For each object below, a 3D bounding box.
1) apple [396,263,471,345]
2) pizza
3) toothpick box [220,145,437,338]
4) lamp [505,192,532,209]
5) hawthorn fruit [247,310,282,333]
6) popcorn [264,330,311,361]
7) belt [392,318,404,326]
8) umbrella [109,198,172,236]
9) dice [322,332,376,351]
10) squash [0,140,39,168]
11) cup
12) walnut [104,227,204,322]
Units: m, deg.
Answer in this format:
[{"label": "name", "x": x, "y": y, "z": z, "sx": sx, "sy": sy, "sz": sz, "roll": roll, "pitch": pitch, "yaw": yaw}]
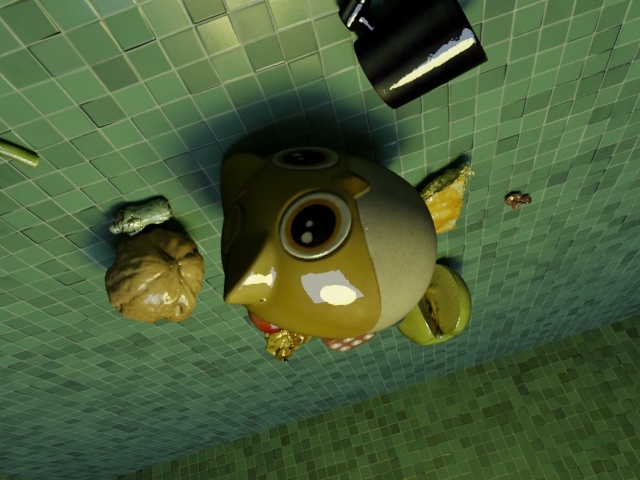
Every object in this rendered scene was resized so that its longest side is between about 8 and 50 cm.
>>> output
[{"label": "apple", "x": 0.382, "y": 0.225, "z": 1.707, "sx": 0.292, "sy": 0.254, "sz": 0.292, "roll": -11, "pitch": 153, "yaw": -6}, {"label": "pizza", "x": 0.324, "y": -0.112, "z": 1.336, "sx": 0.280, "sy": 0.075, "sz": 0.287, "roll": 1, "pitch": 143, "yaw": -32}, {"label": "toothpick box", "x": 0.000, "y": 0.000, "z": 1.044, "sx": 0.425, "sy": 0.408, "sz": 0.409, "roll": 11, "pitch": 139, "yaw": -28}, {"label": "lamp", "x": 0.595, "y": -0.122, "z": 1.477, "sx": 0.083, "sy": 0.031, "sz": 0.063, "roll": 20, "pitch": 132, "yaw": -38}, {"label": "hawthorn fruit", "x": -0.143, "y": 0.206, "z": 1.517, "sx": 0.173, "sy": 0.172, "sz": 0.173, "roll": -12, "pitch": 148, "yaw": -8}, {"label": "popcorn", "x": -0.122, "y": 0.326, "z": 1.748, "sx": 0.194, "sy": 0.163, "sz": 0.140, "roll": -48, "pitch": 169, "yaw": -8}, {"label": "belt", "x": 0.184, "y": 0.125, "z": 1.452, "sx": 0.116, "sy": 0.267, "sz": 0.206, "roll": -12, "pitch": 172, "yaw": -6}, {"label": "umbrella", "x": -0.408, "y": -0.052, "z": 1.103, "sx": 0.144, "sy": 0.062, "sz": 0.067, "roll": -24, "pitch": 111, "yaw": -6}, {"label": "dice", "x": 0.087, "y": 0.280, "z": 1.729, "sx": 0.175, "sy": 0.179, "sz": 0.174, "roll": -25, "pitch": 147, "yaw": 18}, {"label": "squash", "x": -0.565, "y": -0.161, "z": 0.894, "sx": 0.027, "sy": 0.027, "sz": 0.083, "roll": -33, "pitch": 144, "yaw": 24}, {"label": "cup", "x": 0.149, "y": -0.365, "z": 0.836, "sx": 0.177, "sy": 0.239, "sz": 0.166, "roll": -28, "pitch": -171, "yaw": 27}, {"label": "walnut", "x": -0.397, "y": 0.092, "z": 1.177, "sx": 0.224, "sy": 0.257, "sz": 0.257, "roll": -41, "pitch": 167, "yaw": -40}]
